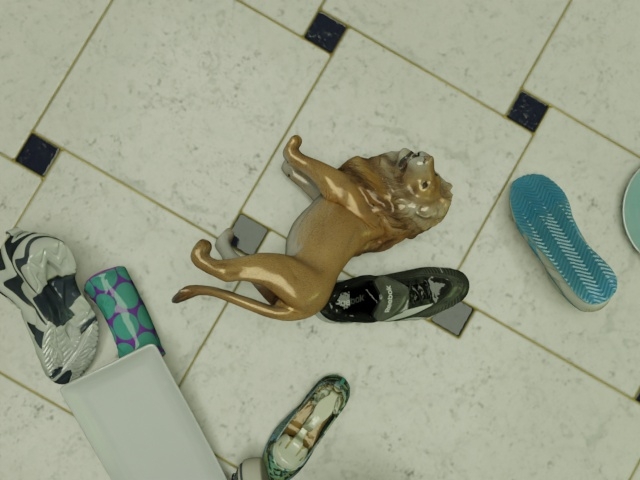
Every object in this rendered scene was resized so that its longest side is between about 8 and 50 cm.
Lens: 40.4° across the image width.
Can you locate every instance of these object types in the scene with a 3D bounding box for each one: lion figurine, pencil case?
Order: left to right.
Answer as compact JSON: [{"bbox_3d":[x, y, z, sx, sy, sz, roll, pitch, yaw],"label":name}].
[{"bbox_3d":[-0.284,0.115,1.258,0.070,0.064,0.152,-26,89,0],"label":"pencil case"},{"bbox_3d":[0.000,0.000,1.212,0.240,0.142,0.392,37,70,5],"label":"lion figurine"}]

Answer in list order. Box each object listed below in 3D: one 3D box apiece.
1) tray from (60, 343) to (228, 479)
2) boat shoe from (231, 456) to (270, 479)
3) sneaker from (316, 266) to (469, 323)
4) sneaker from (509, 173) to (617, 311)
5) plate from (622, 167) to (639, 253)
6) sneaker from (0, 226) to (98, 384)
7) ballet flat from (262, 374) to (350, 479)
[{"bbox_3d":[-0.241,0.285,1.236,0.145,0.030,0.270,-26,105,-4],"label":"tray"},{"bbox_3d":[-0.133,0.482,1.213,0.158,0.127,0.341,-7,86,2],"label":"boat shoe"},{"bbox_3d":[0.106,0.083,1.257,0.234,0.106,0.078,-6,88,-3],"label":"sneaker"},{"bbox_3d":[0.348,0.006,1.287,0.087,0.092,0.229,-25,69,-2],"label":"sneaker"},{"bbox_3d":[0.549,-0.043,1.326,0.188,0.024,0.188,0,87,-3],"label":"plate"},{"bbox_3d":[-0.405,0.084,1.250,0.094,0.153,0.235,-31,128,-30],"label":"sneaker"},{"bbox_3d":[-0.025,0.275,1.261,0.070,0.070,0.188,33,86,0],"label":"ballet flat"}]
